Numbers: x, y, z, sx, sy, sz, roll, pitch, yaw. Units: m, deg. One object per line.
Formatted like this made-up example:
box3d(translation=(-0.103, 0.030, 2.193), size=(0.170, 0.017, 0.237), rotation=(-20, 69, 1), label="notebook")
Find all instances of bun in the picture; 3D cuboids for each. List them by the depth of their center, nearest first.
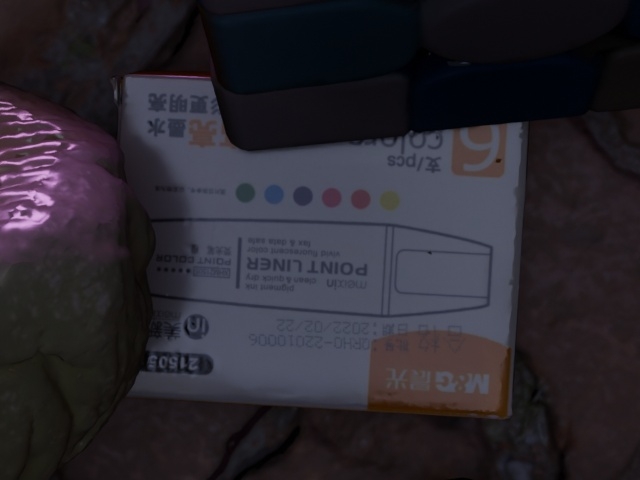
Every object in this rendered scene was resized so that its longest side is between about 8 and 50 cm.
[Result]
box3d(translation=(-0.262, 0.062, 1.026), size=(0.349, 0.352, 0.227), rotation=(-8, 129, 8), label="bun")

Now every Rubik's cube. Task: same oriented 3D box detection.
box3d(translation=(0.088, -0.272, 0.978), size=(0.347, 0.346, 0.344), rotation=(-6, 75, 2), label="Rubik's cube")

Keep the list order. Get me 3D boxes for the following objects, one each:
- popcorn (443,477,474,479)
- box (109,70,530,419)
box3d(translation=(0.114, 0.287, 1.115), size=(0.258, 0.224, 0.270), rotation=(-28, 76, -24), label="popcorn")
box3d(translation=(0.000, 0.000, 1.158), size=(0.274, 0.091, 0.221), rotation=(1, 93, 0), label="box")
